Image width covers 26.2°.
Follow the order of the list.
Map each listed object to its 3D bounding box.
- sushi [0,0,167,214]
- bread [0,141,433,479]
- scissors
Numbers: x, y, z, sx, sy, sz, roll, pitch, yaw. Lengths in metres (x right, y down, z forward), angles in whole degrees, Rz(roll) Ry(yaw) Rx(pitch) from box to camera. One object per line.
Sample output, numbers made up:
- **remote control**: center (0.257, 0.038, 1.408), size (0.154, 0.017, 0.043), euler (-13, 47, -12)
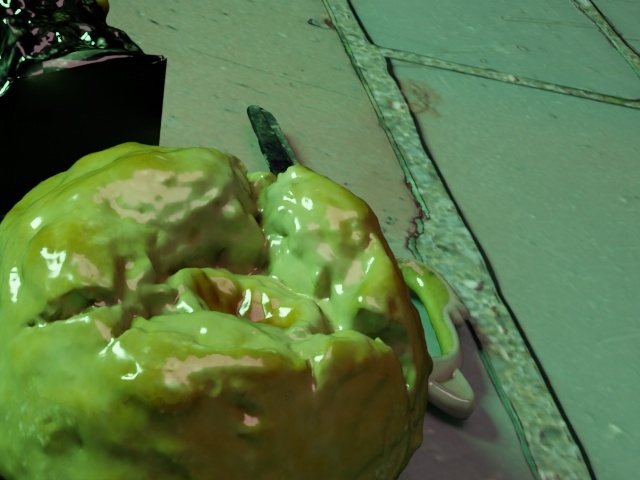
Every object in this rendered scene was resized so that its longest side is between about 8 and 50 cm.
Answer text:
- **sushi**: center (-0.198, -0.105, 0.795), size (0.172, 0.153, 0.150), euler (-15, 64, -18)
- **bread**: center (-0.056, 0.041, 0.657), size (0.244, 0.134, 0.244), euler (12, 40, -10)
- **scissors**: center (0.000, 0.000, 0.877), size (0.160, 0.024, 0.317), euler (5, 35, -23)
